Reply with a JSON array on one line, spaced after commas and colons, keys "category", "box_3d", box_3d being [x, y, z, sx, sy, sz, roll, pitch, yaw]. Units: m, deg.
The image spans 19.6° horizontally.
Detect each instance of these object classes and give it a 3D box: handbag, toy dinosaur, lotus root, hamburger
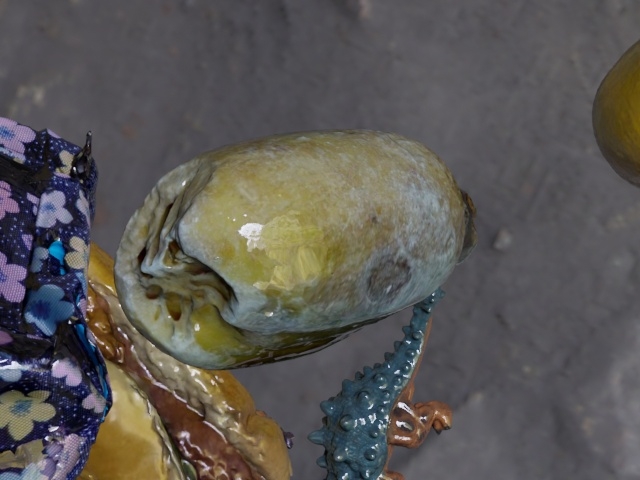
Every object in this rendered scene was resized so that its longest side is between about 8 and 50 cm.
[{"category": "handbag", "box_3d": [-0.195, 0.026, 0.702, 0.207, 0.229, 0.126, -102, 13, -57]}, {"category": "toy dinosaur", "box_3d": [0.026, 0.085, 0.882, 0.049, 0.055, 0.154, 33, 105, 55]}, {"category": "lotus root", "box_3d": [0.000, 0.000, 0.775, 0.113, 0.192, 0.088, -37, 73, 39]}, {"category": "hamburger", "box_3d": [-0.161, 0.088, 1.223, 0.282, 0.245, 0.155, 23, 61, 38]}]

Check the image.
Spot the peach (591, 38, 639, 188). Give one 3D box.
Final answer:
[{"category": "peach", "box_3d": [0.319, -0.115, 1.369, 0.251, 0.251, 0.153, -34, 77, 37]}]
